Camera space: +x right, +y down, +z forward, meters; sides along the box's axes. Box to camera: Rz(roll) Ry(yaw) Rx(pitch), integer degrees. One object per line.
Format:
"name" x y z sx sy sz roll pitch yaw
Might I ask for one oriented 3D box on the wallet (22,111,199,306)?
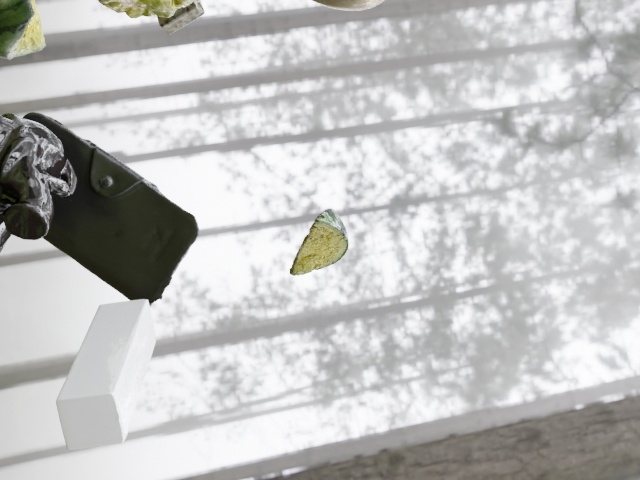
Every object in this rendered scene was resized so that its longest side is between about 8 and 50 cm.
"wallet" -0.394 -0.054 1.670 0.197 0.378 0.051 -55 178 7

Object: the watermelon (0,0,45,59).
"watermelon" -0.700 -0.531 2.019 0.331 0.190 0.330 159 -90 -76

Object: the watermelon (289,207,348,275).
"watermelon" 0.002 -0.008 1.847 0.181 0.092 0.075 113 -24 -52

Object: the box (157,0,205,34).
"box" -0.300 -0.489 2.046 0.045 0.098 0.062 35 33 -60

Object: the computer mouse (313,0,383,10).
"computer mouse" 0.005 -0.443 1.556 0.237 0.145 0.082 31 -46 12

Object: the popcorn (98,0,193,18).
"popcorn" -0.312 -0.518 1.748 0.259 0.259 0.212 123 -33 -72

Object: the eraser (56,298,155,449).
"eraser" -0.294 0.178 1.351 0.298 0.078 0.076 -94 177 -70

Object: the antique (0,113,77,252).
"antique" -0.552 -0.108 1.530 0.185 0.323 0.255 109 -10 -45
